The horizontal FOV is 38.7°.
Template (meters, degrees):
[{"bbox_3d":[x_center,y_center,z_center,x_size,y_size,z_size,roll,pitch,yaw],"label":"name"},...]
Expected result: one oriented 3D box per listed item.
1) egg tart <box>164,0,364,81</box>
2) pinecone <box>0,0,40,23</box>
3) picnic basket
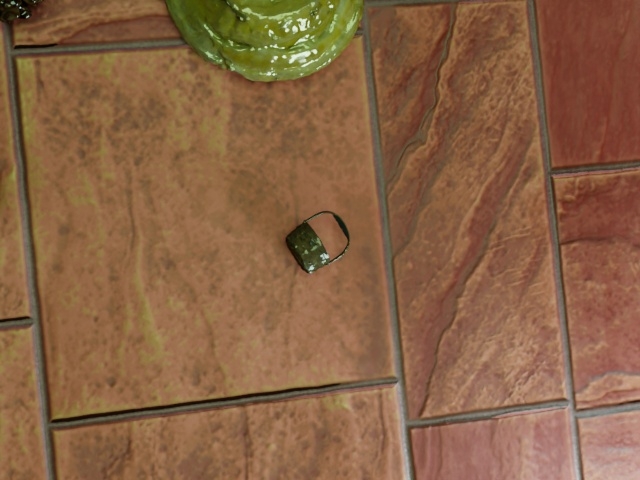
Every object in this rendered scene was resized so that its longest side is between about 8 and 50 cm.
[{"bbox_3d":[-0.071,-0.360,1.222,0.290,0.115,0.291,0,88,-12],"label":"egg tart"},{"bbox_3d":[-0.414,-0.354,1.142,0.173,0.173,0.174,0,89,-10],"label":"pinecone"},{"bbox_3d":[0.000,0.000,1.249,0.083,0.072,0.072,-31,94,-10],"label":"picnic basket"}]
